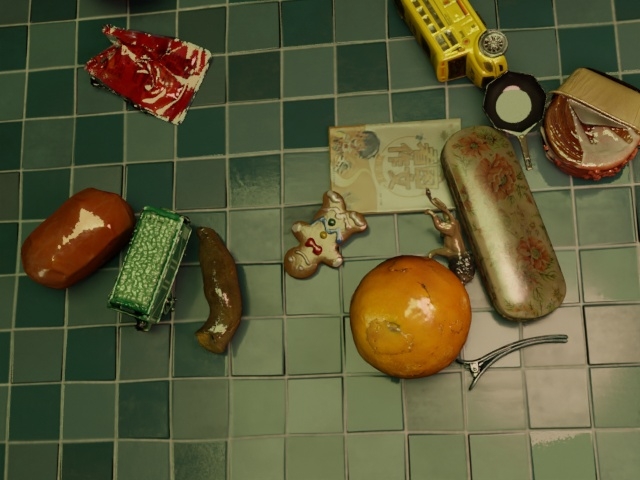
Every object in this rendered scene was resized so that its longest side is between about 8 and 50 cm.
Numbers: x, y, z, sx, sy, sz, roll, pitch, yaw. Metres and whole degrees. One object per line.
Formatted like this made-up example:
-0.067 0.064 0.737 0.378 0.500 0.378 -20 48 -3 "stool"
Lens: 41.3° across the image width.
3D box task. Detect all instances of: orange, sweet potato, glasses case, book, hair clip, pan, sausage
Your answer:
0.175 0.150 1.676 0.246 0.246 0.246 -2 77 8 "orange"
-0.229 0.100 1.829 0.112 0.085 0.286 -13 76 10 "sweet potato"
0.375 -0.039 1.759 0.156 0.098 0.425 -15 76 -11 "glasses case"
0.166 -0.160 1.863 0.295 0.020 0.208 -3 77 7 "book"
0.395 0.229 1.734 0.229 0.039 0.070 -24 74 1 "hair clip"
0.398 -0.249 1.777 0.128 0.048 0.202 12 84 12 "pan"
-0.531 -0.002 1.861 0.268 0.153 0.141 -39 81 0 "sausage"

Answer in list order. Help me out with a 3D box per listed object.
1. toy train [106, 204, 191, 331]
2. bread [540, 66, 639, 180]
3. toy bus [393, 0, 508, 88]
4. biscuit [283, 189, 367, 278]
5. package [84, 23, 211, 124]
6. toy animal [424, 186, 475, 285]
-0.360 0.061 1.822 0.115 0.154 0.270 17 81 14 "toy train"
0.563 -0.236 1.758 0.224 0.142 0.212 28 80 12 "bread"
0.280 -0.465 1.849 0.152 0.144 0.330 -28 74 1 "toy bus"
0.000 0.000 1.835 0.138 0.031 0.205 44 94 8 "biscuit"
-0.409 -0.402 1.977 0.269 0.071 0.194 25 97 9 "package"
0.261 -0.011 1.779 0.069 0.086 0.220 -34 102 -40 "toy animal"
